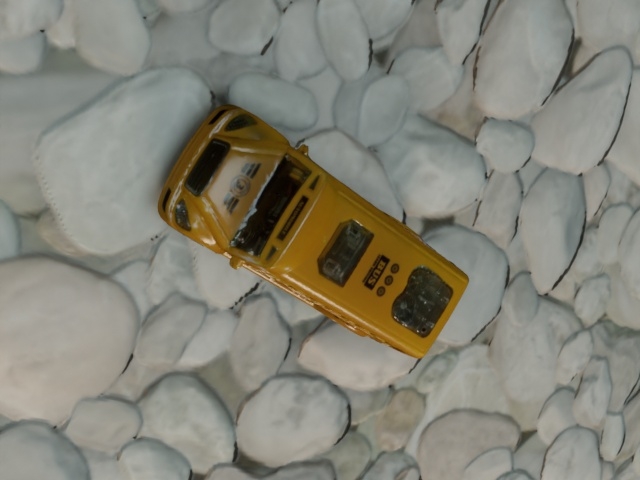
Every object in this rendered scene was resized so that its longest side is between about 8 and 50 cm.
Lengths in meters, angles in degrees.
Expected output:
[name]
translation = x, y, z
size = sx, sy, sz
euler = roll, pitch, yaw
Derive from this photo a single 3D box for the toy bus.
[toy bus]
translation = 0.000, 0.000, 0.474
size = 0.162, 0.074, 0.070
euler = 33, 88, -36
